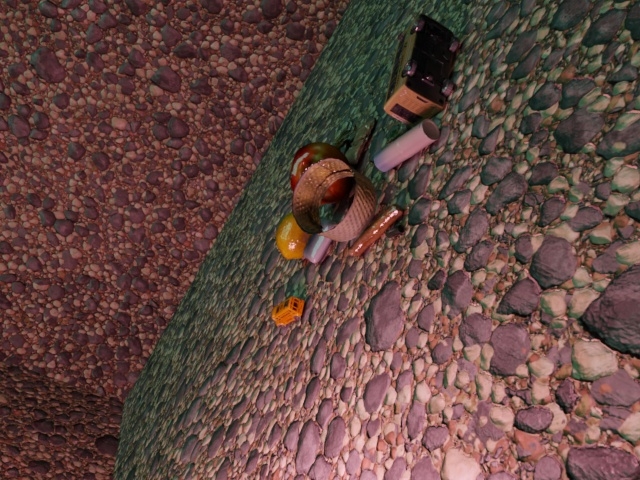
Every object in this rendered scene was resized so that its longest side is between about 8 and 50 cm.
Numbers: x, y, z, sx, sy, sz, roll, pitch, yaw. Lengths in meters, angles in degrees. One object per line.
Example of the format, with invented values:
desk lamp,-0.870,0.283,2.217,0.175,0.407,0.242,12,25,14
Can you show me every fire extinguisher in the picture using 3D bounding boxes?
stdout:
fire extinguisher,0.219,-0.022,1.594,0.083,0.025,0.038,-25,65,57

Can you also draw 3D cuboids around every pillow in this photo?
pillow,0.158,-0.396,2.177,0.126,0.043,0.232,-17,45,60

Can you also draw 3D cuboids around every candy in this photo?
candy,0.000,0.000,2.002,0.174,0.071,0.138,-61,20,-1

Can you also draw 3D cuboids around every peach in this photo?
peach,0.008,-0.252,2.069,0.248,0.245,0.274,-62,-4,13

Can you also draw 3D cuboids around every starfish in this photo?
starfish,0.087,-0.418,2.304,0.238,0.057,0.213,-57,3,30

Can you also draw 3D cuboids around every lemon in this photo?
lemon,-0.096,-0.021,2.120,0.170,0.170,0.207,6,73,67

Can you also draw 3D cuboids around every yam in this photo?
yam,0.173,-0.027,1.673,0.241,0.057,0.056,-46,26,32

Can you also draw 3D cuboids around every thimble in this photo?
thimble,0.046,-0.132,1.813,0.271,0.150,0.270,-13,69,36

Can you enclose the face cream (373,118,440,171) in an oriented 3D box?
face cream,0.278,-0.307,1.736,0.250,0.077,0.077,-28,39,54

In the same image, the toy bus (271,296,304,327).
toy bus,-0.127,0.266,1.959,0.162,0.074,0.069,-36,34,46

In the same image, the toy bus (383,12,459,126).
toy bus,0.338,-0.585,1.812,0.202,0.177,0.365,-39,31,57

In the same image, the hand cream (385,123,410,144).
hand cream,0.278,-0.390,1.915,0.057,0.037,0.165,-66,15,-11
